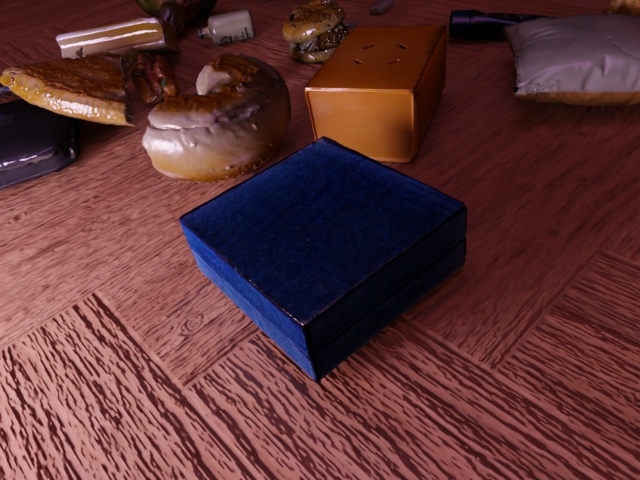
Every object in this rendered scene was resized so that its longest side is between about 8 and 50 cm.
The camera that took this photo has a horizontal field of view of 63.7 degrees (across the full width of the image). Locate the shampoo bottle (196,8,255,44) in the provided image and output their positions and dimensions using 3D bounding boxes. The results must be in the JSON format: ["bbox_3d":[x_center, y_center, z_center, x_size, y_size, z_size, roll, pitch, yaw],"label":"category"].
[{"bbox_3d":[-0.270,-0.601,1.462,0.162,0.079,0.079,-13,41,-2],"label":"shampoo bottle"}]

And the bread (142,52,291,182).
[{"bbox_3d":[-0.146,-0.214,0.919,0.192,0.171,0.314,6,44,16],"label":"bread"}]

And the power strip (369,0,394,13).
[{"bbox_3d":[0.178,-0.679,1.500,0.040,0.016,0.090,17,47,30],"label":"power strip"}]

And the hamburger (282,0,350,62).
[{"bbox_3d":[-0.009,-0.525,1.292,0.177,0.113,0.185,4,42,15],"label":"hamburger"}]

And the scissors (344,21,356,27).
[{"bbox_3d":[0.060,-0.600,1.443,0.083,0.006,0.036,-3,39,10],"label":"scissors"}]

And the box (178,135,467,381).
[{"bbox_3d":[0.000,0.000,0.681,0.261,0.116,0.279,-34,46,-23],"label":"box"}]

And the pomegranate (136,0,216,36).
[{"bbox_3d":[-0.451,-0.763,1.585,0.285,0.285,0.340,-4,72,8],"label":"pomegranate"}]

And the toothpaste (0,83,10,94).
[{"bbox_3d":[-0.843,-0.422,1.412,0.266,0.061,0.096,-4,42,18],"label":"toothpaste"}]

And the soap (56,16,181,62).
[{"bbox_3d":[-0.535,-0.529,1.392,0.274,0.089,0.173,-11,12,3],"label":"soap"}]

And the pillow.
[{"bbox_3d":[0.506,-0.338,0.955,0.313,0.119,0.310,2,39,12],"label":"pillow"}]

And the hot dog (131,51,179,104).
[{"bbox_3d":[-0.420,-0.416,1.287,0.104,0.076,0.250,-20,43,-9],"label":"hot dog"}]

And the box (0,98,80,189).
[{"bbox_3d":[-0.692,-0.204,1.094,0.350,0.091,0.359,-18,41,-10],"label":"box"}]

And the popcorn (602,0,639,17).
[{"bbox_3d":[0.684,-0.502,1.082,0.170,0.180,0.180,32,53,12],"label":"popcorn"}]

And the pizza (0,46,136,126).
[{"bbox_3d":[-0.502,-0.351,1.163,0.280,0.075,0.287,21,38,1],"label":"pizza"}]

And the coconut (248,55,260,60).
[{"bbox_3d":[-0.156,-0.376,1.175,0.083,0.082,0.081,22,55,31],"label":"coconut"}]

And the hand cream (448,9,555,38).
[{"bbox_3d":[0.446,-0.513,1.230,0.271,0.061,0.120,6,38,7],"label":"hand cream"}]

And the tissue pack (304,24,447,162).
[{"bbox_3d":[0.114,-0.281,0.961,0.195,0.145,0.274,10,44,20],"label":"tissue pack"}]
